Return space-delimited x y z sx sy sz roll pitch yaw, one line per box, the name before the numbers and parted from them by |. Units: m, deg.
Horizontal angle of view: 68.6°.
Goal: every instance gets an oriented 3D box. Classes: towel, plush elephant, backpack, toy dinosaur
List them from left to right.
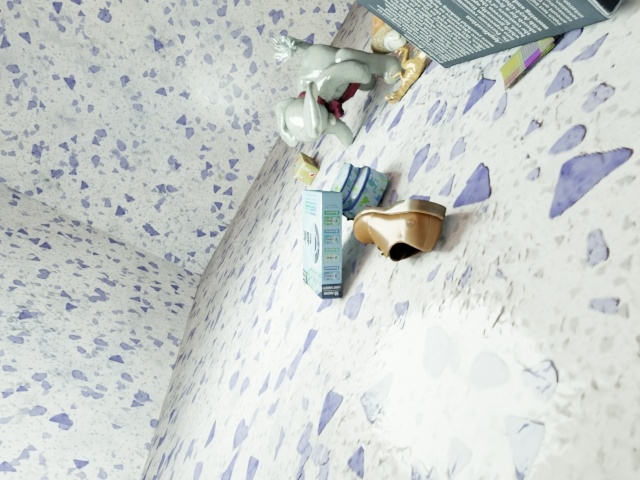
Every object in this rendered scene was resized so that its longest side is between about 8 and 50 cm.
plush elephant | 0.013 -0.355 1.204 0.272 0.329 0.256 -146 65 -67
backpack | 0.067 -0.093 0.883 0.105 0.084 0.114 -66 19 -4
toy dinosaur | 0.207 -0.380 0.994 0.211 0.064 0.112 124 148 -53
towel | 0.273 -0.243 0.622 0.083 0.009 0.060 -46 22 43

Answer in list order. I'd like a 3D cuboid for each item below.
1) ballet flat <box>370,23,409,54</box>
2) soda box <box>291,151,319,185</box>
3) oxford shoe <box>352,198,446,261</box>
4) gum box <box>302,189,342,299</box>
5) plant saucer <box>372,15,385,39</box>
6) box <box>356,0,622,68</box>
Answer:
ballet flat | 0.200 -0.487 1.078 0.206 0.073 0.067 -30 42 36
soda box | -0.052 -0.238 1.539 0.061 0.058 0.181 -58 16 15
oxford shoe | 0.097 -0.007 0.678 0.212 0.076 0.076 168 115 -71
gum box | 0.000 0.000 0.871 0.157 0.041 0.185 -151 60 -74
plant saucer | 0.195 -0.660 1.380 0.200 0.037 0.200 -179 90 -80
box | 0.251 -0.437 0.625 0.294 0.211 0.395 -58 16 5
